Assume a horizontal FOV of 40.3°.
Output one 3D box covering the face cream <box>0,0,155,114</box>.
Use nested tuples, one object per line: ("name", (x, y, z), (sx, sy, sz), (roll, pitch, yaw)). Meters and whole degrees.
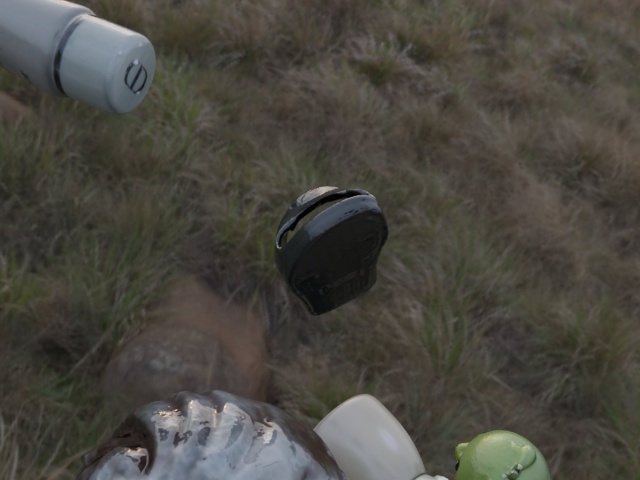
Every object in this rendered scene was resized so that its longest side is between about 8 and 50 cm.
("face cream", (-0.310, -0.212, 0.849), (0.314, 0.089, 0.143), (25, -12, 15))

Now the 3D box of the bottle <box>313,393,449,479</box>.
("bottle", (0.096, 0.343, 1.223), (0.147, 0.147, 0.236), (-17, 51, -46))

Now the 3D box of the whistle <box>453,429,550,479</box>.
("whistle", (0.242, 0.353, 1.298), (0.141, 0.294, 0.141), (4, 74, -13))

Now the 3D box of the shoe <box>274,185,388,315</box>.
("shoe", (0.000, 0.000, 0.865), (0.108, 0.241, 0.093), (-25, 70, -6))

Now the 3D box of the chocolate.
("chocolate", (-0.139, 0.273, 0.850), (0.213, 0.303, 0.303), (51, 7, -50))
